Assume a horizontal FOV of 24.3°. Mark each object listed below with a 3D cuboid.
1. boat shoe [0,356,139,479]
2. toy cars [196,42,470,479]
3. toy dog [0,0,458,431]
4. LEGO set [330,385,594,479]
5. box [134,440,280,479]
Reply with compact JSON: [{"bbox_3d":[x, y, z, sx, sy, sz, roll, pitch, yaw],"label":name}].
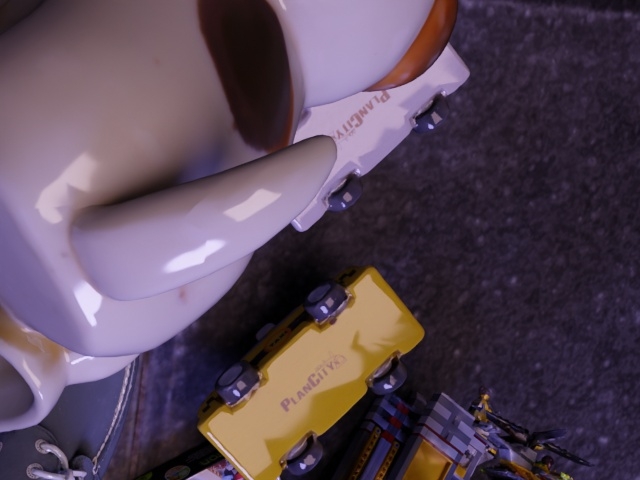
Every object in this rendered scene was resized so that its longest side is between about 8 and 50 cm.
[{"bbox_3d":[-0.201,0.190,1.070,0.116,0.099,0.319,38,69,-35],"label":"boat shoe"},{"bbox_3d":[0.000,0.000,1.176,0.176,0.087,0.394,6,98,-23],"label":"toy cars"},{"bbox_3d":[-0.095,-0.127,0.892,0.408,0.395,0.284,-47,113,-33],"label":"toy dog"},{"bbox_3d":[0.151,0.231,1.217,0.255,0.331,0.192,36,70,-14],"label":"LEGO set"},{"bbox_3d":[-0.124,0.242,1.205,0.207,0.036,0.114,-26,119,-24],"label":"box"}]
